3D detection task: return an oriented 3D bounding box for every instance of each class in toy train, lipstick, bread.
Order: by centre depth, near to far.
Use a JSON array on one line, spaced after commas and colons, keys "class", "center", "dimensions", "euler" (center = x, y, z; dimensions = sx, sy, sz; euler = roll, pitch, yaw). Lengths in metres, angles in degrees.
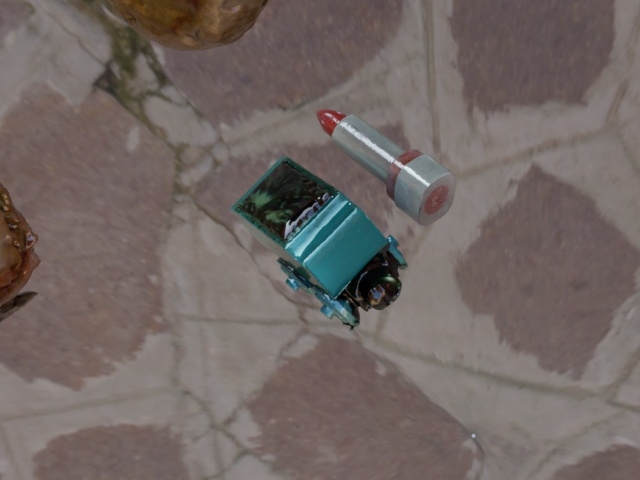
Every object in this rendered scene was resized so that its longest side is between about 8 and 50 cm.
[{"class": "bread", "center": [-0.122, -0.279, 1.186], "dimensions": [0.230, 0.230, 0.123], "euler": [46, 56, 10]}, {"class": "toy train", "center": [0.000, 0.000, 1.439], "dimensions": [0.107, 0.154, 0.198], "euler": [-47, 38, -6]}, {"class": "lipstick", "center": [0.062, -0.093, 1.488], "dimensions": [0.057, 0.063, 0.186], "euler": [-31, 53, -28]}]

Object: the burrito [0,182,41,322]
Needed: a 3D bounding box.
[{"class": "burrito", "center": [-0.284, 0.016, 0.942], "dimensions": [0.175, 0.348, 0.107], "euler": [11, 73, -25]}]
